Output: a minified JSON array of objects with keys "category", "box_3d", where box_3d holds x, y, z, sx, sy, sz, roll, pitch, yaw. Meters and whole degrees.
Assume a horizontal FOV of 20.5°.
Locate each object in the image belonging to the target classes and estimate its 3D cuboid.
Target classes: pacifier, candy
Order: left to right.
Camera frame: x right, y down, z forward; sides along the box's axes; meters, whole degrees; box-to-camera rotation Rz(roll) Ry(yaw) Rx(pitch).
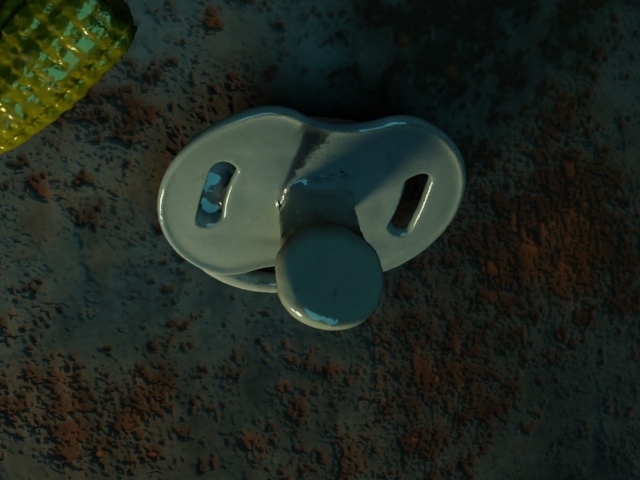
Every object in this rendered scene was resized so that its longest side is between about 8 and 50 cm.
[{"category":"candy","box_3d":[-0.241,-0.140,1.447,0.106,0.094,0.199,45,102,5]},{"category":"pacifier","box_3d":[0.000,0.000,1.531,0.279,0.207,0.227,2,131,-19]}]
